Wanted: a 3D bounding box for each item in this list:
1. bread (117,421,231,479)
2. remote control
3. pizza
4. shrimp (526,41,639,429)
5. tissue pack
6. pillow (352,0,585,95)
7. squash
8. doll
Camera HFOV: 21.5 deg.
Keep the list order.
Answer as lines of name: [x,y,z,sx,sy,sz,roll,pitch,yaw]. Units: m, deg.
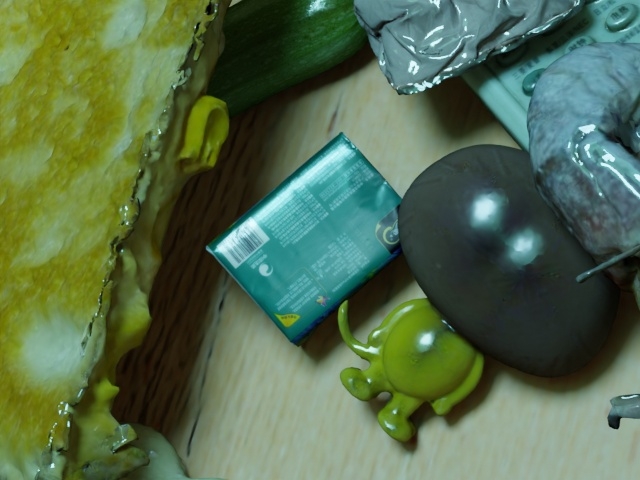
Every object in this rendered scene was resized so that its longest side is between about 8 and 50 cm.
bread: [-0.152,0.251,1.004,0.316,0.054,0.316,-11,61,21]
remote control: [0.111,-0.181,1.104,0.128,0.065,0.335,-38,55,4]
pizza: [-0.206,-0.028,1.108,0.392,0.080,0.435,3,69,45]
shrimp: [0.218,0.037,0.883,0.116,0.145,0.343,-48,64,43]
tissue pack: [-0.001,0.001,1.058,0.111,0.079,0.085,-41,87,0]
pillow: [0.067,-0.210,1.071,0.135,0.049,0.248,-28,53,14]
squash: [-0.059,-0.121,1.146,0.219,0.068,0.077,-30,57,8]
doll: [0.087,0.024,0.989,0.188,0.096,0.145,-26,81,21]
